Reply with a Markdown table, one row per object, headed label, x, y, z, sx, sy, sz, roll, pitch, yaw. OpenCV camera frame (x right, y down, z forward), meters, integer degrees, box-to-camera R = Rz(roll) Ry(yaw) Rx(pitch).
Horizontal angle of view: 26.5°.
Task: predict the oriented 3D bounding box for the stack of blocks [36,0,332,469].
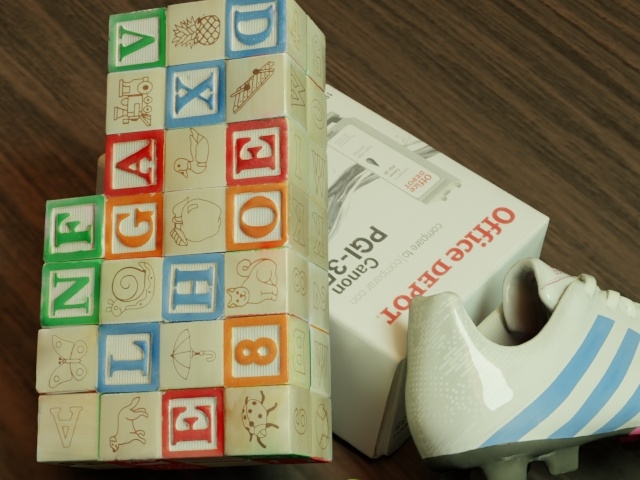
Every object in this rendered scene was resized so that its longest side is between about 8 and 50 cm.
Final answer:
| label | x | y | z | sx | sy | sz | roll | pitch | yaw |
| --- | --- | --- | --- | --- | --- | --- | --- | --- | --- |
| stack of blocks | -0.087 | -0.001 | 0.897 | 0.171 | 0.087 | 0.297 | -4 | 77 | 17 |

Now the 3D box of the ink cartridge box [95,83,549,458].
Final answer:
| label | x | y | z | sx | sy | sz | roll | pitch | yaw |
| --- | --- | --- | --- | --- | --- | --- | --- | --- | --- |
| ink cartridge box | 0.000 | 0.000 | 1.031 | 0.283 | 0.117 | 0.207 | 33 | 48 | 22 |

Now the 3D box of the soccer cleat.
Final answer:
| label | x | y | z | sx | sy | sz | roll | pitch | yaw |
| --- | --- | --- | --- | --- | --- | --- | --- | --- | --- |
| soccer cleat | 0.198 | 0.077 | 0.927 | 0.331 | 0.116 | 0.143 | -4 | 82 | -35 |
